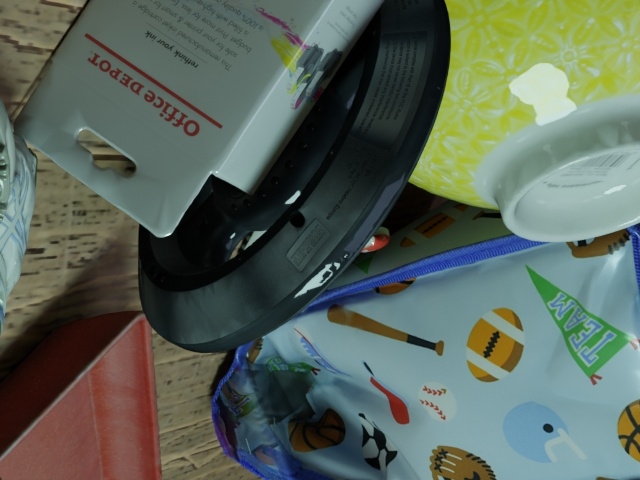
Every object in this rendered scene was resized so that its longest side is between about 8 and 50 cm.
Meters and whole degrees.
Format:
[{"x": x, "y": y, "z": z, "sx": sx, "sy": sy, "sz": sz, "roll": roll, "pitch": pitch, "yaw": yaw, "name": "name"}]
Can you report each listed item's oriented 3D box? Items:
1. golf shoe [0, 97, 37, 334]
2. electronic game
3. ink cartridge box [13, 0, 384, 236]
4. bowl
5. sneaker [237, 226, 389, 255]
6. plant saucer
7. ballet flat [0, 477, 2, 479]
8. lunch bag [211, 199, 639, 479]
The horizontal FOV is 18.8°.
[{"x": -0.159, "y": -0.031, "z": 0.864, "sx": 0.176, "sy": 0.069, "sz": 0.086, "roll": 106, "pitch": 5, "yaw": -52, "name": "golf shoe"}, {"x": -0.018, "y": -0.046, "z": 0.993, "sx": 0.229, "sy": 0.048, "sz": 0.229, "roll": -39, "pitch": -148, "yaw": 31, "name": "electronic game"}, {"x": -0.051, "y": -0.096, "z": 0.925, "sx": 0.181, "sy": 0.104, "sz": 0.061, "roll": -55, "pitch": 162, "yaw": 2, "name": "ink cartridge box"}, {"x": 0.141, "y": -0.092, "z": 1.112, "sx": 0.289, "sy": 0.156, "sz": 0.289, "roll": -12, "pitch": 156, "yaw": -5, "name": "bowl"}, {"x": 0.000, "y": 0.000, "z": 1.278, "sx": 0.161, "sy": 0.075, "sz": 0.057, "roll": -62, "pitch": 161, "yaw": 17, "name": "sneaker"}, {"x": -0.196, "y": 0.177, "z": 1.133, "sx": 0.259, "sy": 0.047, "sz": 0.258, "roll": -48, "pitch": 161, "yaw": -26, "name": "plant saucer"}, {"x": -0.200, "y": 0.107, "z": 0.864, "sx": 0.116, "sy": 0.124, "sz": 0.342, "roll": -13, "pitch": 133, "yaw": -15, "name": "ballet flat"}, {"x": 0.152, "y": 0.060, "z": 1.399, "sx": 0.385, "sy": 0.239, "sz": 0.328, "roll": -13, "pitch": -170, "yaw": 36, "name": "lunch bag"}]
